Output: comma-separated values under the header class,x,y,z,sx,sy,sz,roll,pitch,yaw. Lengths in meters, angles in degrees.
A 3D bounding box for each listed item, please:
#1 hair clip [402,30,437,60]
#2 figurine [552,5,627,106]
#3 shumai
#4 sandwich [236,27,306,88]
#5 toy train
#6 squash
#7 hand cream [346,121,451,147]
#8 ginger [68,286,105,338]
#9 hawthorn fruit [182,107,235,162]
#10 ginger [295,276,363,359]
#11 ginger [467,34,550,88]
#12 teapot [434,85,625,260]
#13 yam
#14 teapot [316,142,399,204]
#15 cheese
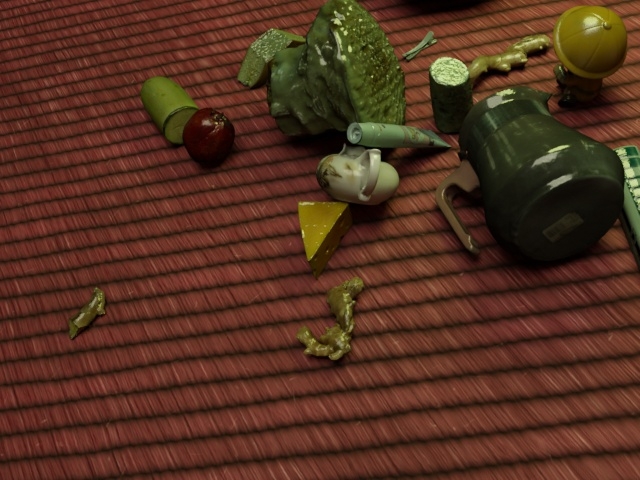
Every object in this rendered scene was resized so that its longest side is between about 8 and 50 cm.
class,x,y,z,sx,sy,sz,roll,pitch,yaw
hair clip,0.289,-0.570,1.989,0.115,0.039,0.030,-39,51,-11
figurine,0.667,-0.458,1.688,0.167,0.257,0.192,19,69,27
shumai,0.023,-0.406,1.798,0.323,0.397,0.324,-15,6,31
sandwich,-0.142,-0.565,2.059,0.258,0.096,0.094,-42,63,-12
toy train,0.720,-0.030,1.486,0.086,0.088,0.407,-9,56,7
squash,-0.451,-0.401,1.994,0.132,0.132,0.247,-35,56,-11
hand cream,0.196,-0.255,1.687,0.331,0.058,0.085,-3,36,-44
ginger,-0.580,0.182,1.684,0.057,0.044,0.137,14,58,43
hawthorn fruit,-0.301,-0.298,1.868,0.148,0.172,0.148,14,50,-17
ginger,0.037,0.183,1.530,0.193,0.052,0.176,-30,54,2
ginger,0.505,-0.494,1.871,0.288,0.075,0.089,-29,59,-12
teapot,0.447,-0.140,1.536,0.376,0.305,0.361,-40,41,21
yam,0.337,-0.373,1.748,0.107,0.194,0.107,-8,55,12
teapot,0.095,-0.163,1.653,0.204,0.139,0.298,9,11,-16
cheese,0.000,0.000,1.635,0.126,0.093,0.171,3,58,13
